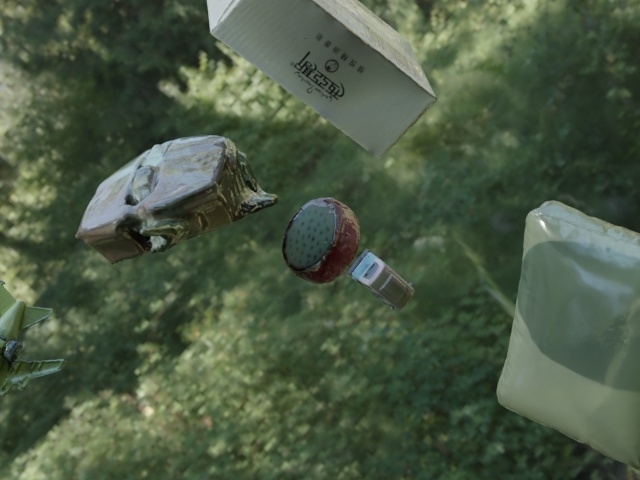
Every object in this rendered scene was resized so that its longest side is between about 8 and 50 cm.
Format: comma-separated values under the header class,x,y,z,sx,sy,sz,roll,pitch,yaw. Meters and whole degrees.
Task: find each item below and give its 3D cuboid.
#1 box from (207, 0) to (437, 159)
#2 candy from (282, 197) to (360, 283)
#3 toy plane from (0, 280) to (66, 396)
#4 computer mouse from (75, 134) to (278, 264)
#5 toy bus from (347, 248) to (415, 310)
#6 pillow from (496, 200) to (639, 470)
class,x,y,z,sx,sy,sz,roll,pitch,yaw
box,-0.002,-0.238,1.330,0.111,0.260,0.194,-49,23,19
candy,0.000,0.000,1.332,0.103,0.043,0.103,-22,58,40
toy plane,-0.253,0.090,0.870,0.111,0.102,0.040,-63,-7,-13
computer mouse,-0.166,-0.052,1.239,0.199,0.115,0.389,-22,3,8
toy bus,0.116,0.077,2.021,0.060,0.123,0.075,-52,40,-3
pillow,0.368,0.127,1.499,0.120,0.255,0.322,-28,-47,-47
